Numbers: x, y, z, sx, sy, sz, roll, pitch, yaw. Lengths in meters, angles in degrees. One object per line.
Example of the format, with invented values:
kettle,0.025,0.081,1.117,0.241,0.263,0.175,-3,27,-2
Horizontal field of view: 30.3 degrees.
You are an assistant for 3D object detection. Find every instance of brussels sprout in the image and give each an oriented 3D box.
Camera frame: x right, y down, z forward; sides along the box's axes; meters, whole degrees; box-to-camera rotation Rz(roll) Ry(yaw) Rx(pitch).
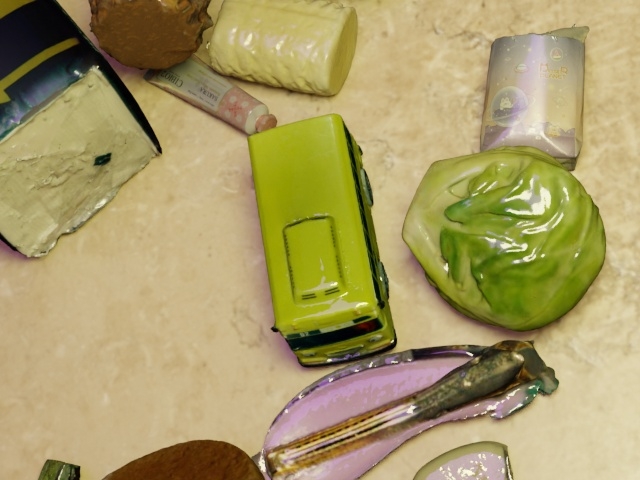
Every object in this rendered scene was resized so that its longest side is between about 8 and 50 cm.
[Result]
brussels sprout,0.205,-0.003,1.304,0.223,0.161,0.223,4,97,30

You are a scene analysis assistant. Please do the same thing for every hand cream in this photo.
hand cream,-0.140,-0.193,1.523,0.210,0.043,0.067,33,87,28

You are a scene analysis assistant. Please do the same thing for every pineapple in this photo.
pineapple,-0.213,-0.382,1.537,0.165,0.165,0.364,-12,49,11

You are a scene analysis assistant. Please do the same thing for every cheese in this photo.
cheese,-0.046,-0.250,1.489,0.167,0.094,0.123,12,66,14
cheese,0.119,0.276,1.290,0.192,0.037,0.097,-10,68,11

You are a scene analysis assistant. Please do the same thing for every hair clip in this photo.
hair clip,0.082,0.187,1.323,0.359,0.095,0.110,-23,101,15

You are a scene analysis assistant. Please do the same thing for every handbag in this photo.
handbag,0.251,-0.170,1.385,0.117,0.095,0.173,5,81,11

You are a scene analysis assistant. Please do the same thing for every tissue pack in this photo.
tissue pack,-0.424,-0.218,1.487,0.253,0.264,0.416,-41,68,-6

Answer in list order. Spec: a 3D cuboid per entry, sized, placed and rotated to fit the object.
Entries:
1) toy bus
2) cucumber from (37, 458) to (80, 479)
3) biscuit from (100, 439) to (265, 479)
toy bus,0.000,0.000,1.356,0.128,0.150,0.262,-14,67,9
cucumber,-0.316,0.361,1.368,0.078,0.062,0.211,-18,51,57
biscuit,-0.152,0.336,1.223,0.314,0.063,0.367,-22,25,4
